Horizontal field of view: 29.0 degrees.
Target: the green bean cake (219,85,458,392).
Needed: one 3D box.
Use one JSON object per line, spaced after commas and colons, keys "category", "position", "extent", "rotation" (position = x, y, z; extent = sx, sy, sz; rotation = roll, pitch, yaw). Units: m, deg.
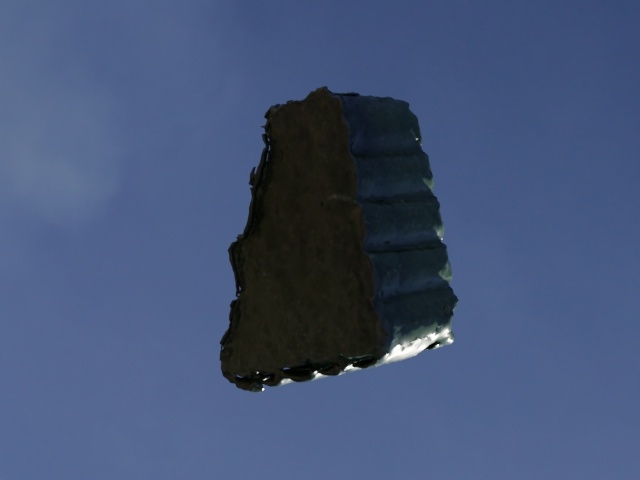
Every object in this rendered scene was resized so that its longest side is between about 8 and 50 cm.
{"category": "green bean cake", "position": [0.000, 0.000, 0.931], "extent": [0.193, 0.107, 0.208], "rotation": [-15, -96, 49]}
